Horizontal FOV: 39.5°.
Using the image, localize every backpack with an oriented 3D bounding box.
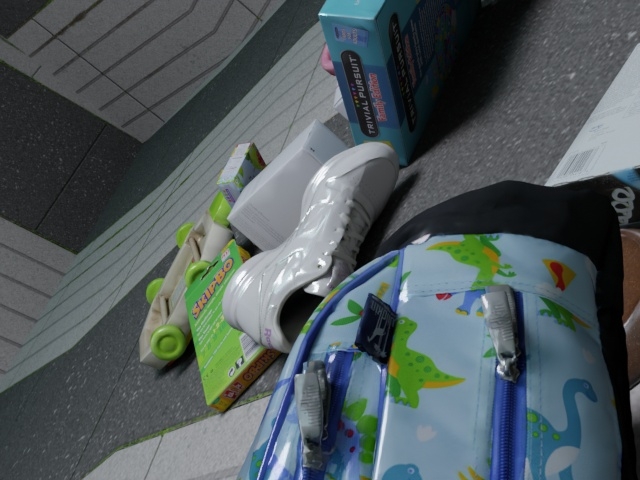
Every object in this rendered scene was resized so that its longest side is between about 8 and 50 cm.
[{"bbox_3d":[0.055,0.175,0.467,0.355,0.273,0.290,-94,11,-46],"label":"backpack"}]

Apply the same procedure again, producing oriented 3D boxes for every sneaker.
[{"bbox_3d":[0.016,0.015,1.118,0.305,0.114,0.152,-52,40,-6],"label":"sneaker"}]

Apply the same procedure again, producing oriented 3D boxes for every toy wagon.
[{"bbox_3d":[-0.213,0.047,1.506,0.344,0.068,0.267,-61,18,8],"label":"toy wagon"}]

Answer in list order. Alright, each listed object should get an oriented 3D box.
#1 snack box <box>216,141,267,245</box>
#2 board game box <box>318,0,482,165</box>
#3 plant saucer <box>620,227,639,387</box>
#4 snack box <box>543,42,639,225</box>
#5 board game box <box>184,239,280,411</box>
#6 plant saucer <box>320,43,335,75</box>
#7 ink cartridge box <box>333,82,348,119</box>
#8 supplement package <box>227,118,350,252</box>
[{"bbox_3d":[-0.110,-0.076,1.470,0.037,0.141,0.100,-5,43,29],"label":"snack box"},{"bbox_3d":[0.121,-0.312,1.205,0.079,0.254,0.336,12,57,25],"label":"board game box"},{"bbox_3d":[0.206,0.053,0.685,0.168,0.029,0.168,-44,21,22],"label":"plant saucer"},{"bbox_3d":[0.323,-0.107,0.629,0.187,0.060,0.322,-52,18,-22],"label":"snack box"},{"bbox_3d":[-0.130,0.111,1.260,0.124,0.039,0.259,-46,36,15],"label":"board game box"},{"bbox_3d":[0.137,-0.414,1.597,0.332,0.084,0.332,-44,20,20],"label":"plant saucer"},{"bbox_3d":[0.070,-0.224,1.399,0.052,0.088,0.122,-41,22,28],"label":"ink cartridge box"},{"bbox_3d":[-0.036,-0.074,1.338,0.179,0.105,0.105,-41,15,31],"label":"supplement package"}]
